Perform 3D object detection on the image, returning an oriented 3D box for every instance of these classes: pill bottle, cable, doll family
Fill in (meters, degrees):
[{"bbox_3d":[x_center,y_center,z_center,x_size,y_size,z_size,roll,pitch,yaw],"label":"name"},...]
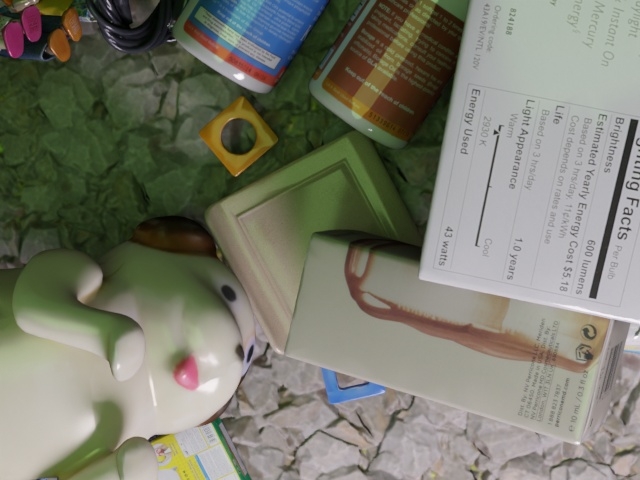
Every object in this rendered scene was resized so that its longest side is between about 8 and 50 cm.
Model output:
[{"bbox_3d":[0.093,-0.209,1.359,0.121,0.121,0.216,35,102,2],"label":"pill bottle"},{"bbox_3d":[-0.044,-0.270,1.369,0.124,0.124,0.221,34,102,2],"label":"pill bottle"},{"bbox_3d":[-0.177,-0.285,1.376,0.047,0.150,0.184,23,111,33],"label":"cable"},{"bbox_3d":[-0.305,-0.230,1.385,0.163,0.263,0.118,10,134,29],"label":"doll family"}]

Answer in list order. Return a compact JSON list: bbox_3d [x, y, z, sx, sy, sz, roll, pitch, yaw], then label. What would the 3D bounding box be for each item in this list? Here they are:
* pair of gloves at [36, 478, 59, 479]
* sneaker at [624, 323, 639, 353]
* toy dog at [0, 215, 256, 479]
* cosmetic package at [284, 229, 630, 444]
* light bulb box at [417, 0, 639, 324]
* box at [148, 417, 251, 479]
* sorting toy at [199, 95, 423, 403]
[{"bbox_3d":[-0.343,0.187,1.532,0.198,0.023,0.159,18,99,5],"label":"pair of gloves"},{"bbox_3d":[0.308,0.080,1.383,0.229,0.092,0.087,2,98,9],"label":"sneaker"},{"bbox_3d":[-0.260,0.133,1.365,0.408,0.395,0.284,-14,99,-17],"label":"toy dog"},{"bbox_3d":[0.135,0.085,1.303,0.296,0.153,0.129,14,97,19],"label":"cosmetic package"},{"bbox_3d":[0.300,-0.122,1.194,0.361,0.225,0.358,12,109,7],"label":"light bulb box"},{"bbox_3d":[-0.176,0.272,1.509,0.179,0.043,0.105,-25,94,9],"label":"box"},{"bbox_3d":[0.000,0.000,1.443,0.196,0.047,0.347,-27,94,7],"label":"sorting toy"}]
